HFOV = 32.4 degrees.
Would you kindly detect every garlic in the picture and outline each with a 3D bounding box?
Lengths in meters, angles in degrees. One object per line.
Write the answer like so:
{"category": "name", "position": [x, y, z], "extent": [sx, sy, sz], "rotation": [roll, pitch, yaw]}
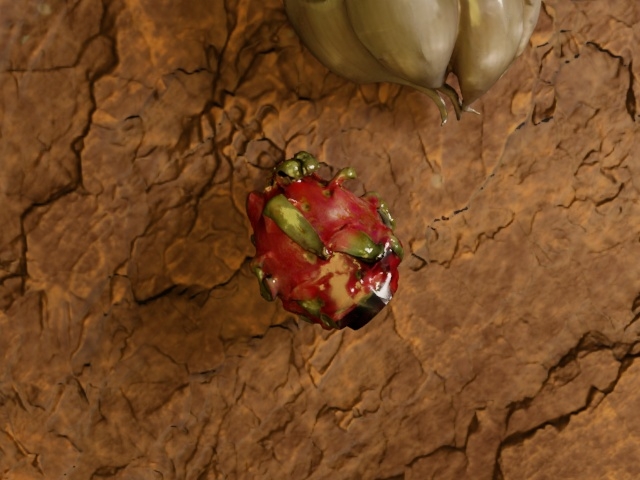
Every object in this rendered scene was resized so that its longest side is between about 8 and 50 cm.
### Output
{"category": "garlic", "position": [0.093, -0.256, 1.077], "extent": [0.237, 0.210, 0.292], "rotation": [-3, 105, -34]}

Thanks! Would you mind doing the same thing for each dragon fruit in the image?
{"category": "dragon fruit", "position": [0.000, 0.000, 1.136], "extent": [0.172, 0.160, 0.166], "rotation": [44, 145, -8]}
